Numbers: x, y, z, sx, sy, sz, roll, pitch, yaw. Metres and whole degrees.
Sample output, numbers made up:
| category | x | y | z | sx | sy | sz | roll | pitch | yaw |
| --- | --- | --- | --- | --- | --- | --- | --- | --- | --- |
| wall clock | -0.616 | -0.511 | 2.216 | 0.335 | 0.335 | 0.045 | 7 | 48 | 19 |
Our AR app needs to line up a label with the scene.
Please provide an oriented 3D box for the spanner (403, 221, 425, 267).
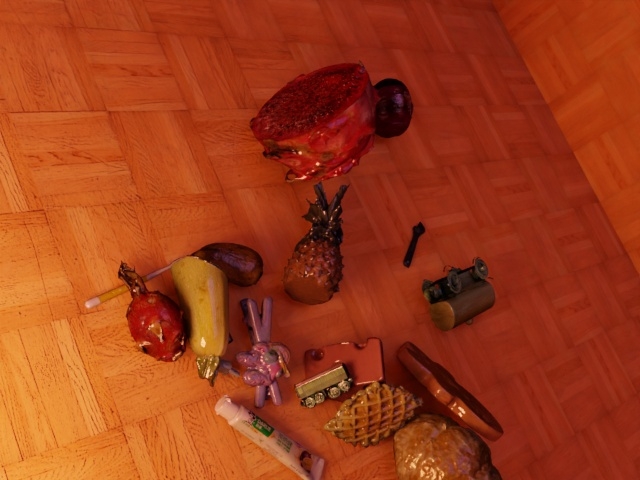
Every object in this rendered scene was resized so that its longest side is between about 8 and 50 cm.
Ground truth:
| category | x | y | z | sx | sy | sz | roll | pitch | yaw |
| --- | --- | --- | --- | --- | --- | --- | --- | --- | --- |
| spanner | 0.294 | 0.011 | 2.478 | 0.046 | 0.012 | 0.209 | 41 | 44 | -16 |

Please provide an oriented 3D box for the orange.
| category | x | y | z | sx | sy | sz | roll | pitch | yaw |
| --- | --- | --- | --- | --- | --- | --- | --- | --- | --- |
| orange | 0.345 | 0.601 | 1.998 | 0.270 | 0.210 | 0.369 | 2 | 60 | -54 |

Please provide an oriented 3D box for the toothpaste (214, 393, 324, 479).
| category | x | y | z | sx | sy | sz | roll | pitch | yaw |
| --- | --- | --- | --- | --- | --- | --- | --- | --- | --- |
| toothpaste | -0.111 | 0.456 | 1.797 | 0.314 | 0.056 | 0.058 | 40 | 84 | -20 |

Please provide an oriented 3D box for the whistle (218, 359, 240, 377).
| category | x | y | z | sx | sy | sz | roll | pitch | yaw |
| --- | --- | --- | --- | --- | --- | --- | --- | --- | --- |
| whistle | -0.226 | 0.287 | 1.808 | 0.100 | 0.035 | 0.035 | 33 | 46 | -24 |

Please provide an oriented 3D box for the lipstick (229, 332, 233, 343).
| category | x | y | z | sx | sy | sz | roll | pitch | yaw |
| --- | --- | --- | --- | --- | --- | --- | --- | --- | --- |
| lipstick | -0.252 | 0.163 | 1.875 | 0.027 | 0.027 | 0.177 | -10 | 70 | -45 |

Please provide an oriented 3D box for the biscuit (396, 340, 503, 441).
| category | x | y | z | sx | sy | sz | roll | pitch | yaw |
| --- | --- | --- | --- | --- | --- | --- | --- | --- | --- |
| biscuit | 0.347 | 0.413 | 2.142 | 0.355 | 0.052 | 0.275 | 42 | 8 | 2 |

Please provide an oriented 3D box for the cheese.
| category | x | y | z | sx | sy | sz | roll | pitch | yaw |
| --- | --- | --- | --- | --- | --- | --- | --- | --- | --- |
| cheese | 0.092 | 0.317 | 1.971 | 0.202 | 0.177 | 0.128 | 22 | 50 | -32 |

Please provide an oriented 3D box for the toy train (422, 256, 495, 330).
| category | x | y | z | sx | sy | sz | roll | pitch | yaw |
| --- | --- | --- | --- | --- | --- | --- | --- | --- | --- |
| toy train | 0.438 | 0.163 | 2.425 | 0.307 | 0.126 | 0.190 | -17 | 77 | -47 |

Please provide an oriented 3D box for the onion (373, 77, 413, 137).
| category | x | y | z | sx | sy | sz | roll | pitch | yaw |
| --- | --- | --- | --- | --- | --- | --- | --- | --- | --- |
| onion | 0.193 | -0.416 | 2.565 | 0.217 | 0.195 | 0.140 | -7 | 65 | -7 |

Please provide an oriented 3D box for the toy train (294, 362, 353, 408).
| category | x | y | z | sx | sy | sz | roll | pitch | yaw |
| --- | --- | --- | --- | --- | --- | --- | --- | --- | --- |
| toy train | 0.010 | 0.352 | 1.904 | 0.071 | 0.147 | 0.038 | 66 | 14 | 11 |

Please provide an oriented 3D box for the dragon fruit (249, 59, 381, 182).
| category | x | y | z | sx | sy | sz | roll | pitch | yaw |
| --- | --- | --- | --- | --- | --- | --- | --- | --- | --- |
| dragon fruit | 0.008 | -0.317 | 2.209 | 0.249 | 0.370 | 0.386 | 61 | 6 | -33 |

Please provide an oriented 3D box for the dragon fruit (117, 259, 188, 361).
| category | x | y | z | sx | sy | sz | roll | pitch | yaw |
| --- | --- | --- | --- | --- | --- | --- | --- | --- | --- |
| dragon fruit | -0.373 | 0.151 | 1.710 | 0.125 | 0.125 | 0.246 | -20 | 73 | -37 |

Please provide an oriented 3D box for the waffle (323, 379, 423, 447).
| category | x | y | z | sx | sy | sz | roll | pitch | yaw |
| --- | --- | --- | --- | --- | --- | --- | --- | --- | --- |
| waffle | 0.133 | 0.425 | 1.931 | 0.214 | 0.208 | 0.054 | 31 | 17 | -39 |

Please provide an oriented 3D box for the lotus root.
| category | x | y | z | sx | sy | sz | roll | pitch | yaw |
| --- | --- | --- | --- | --- | --- | --- | --- | --- | --- |
| lotus root | -0.227 | 0.051 | 1.924 | 0.190 | 0.095 | 0.108 | 20 | 17 | -26 |

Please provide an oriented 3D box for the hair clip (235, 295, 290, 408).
| category | x | y | z | sx | sy | sz | roll | pitch | yaw |
| --- | --- | --- | --- | --- | --- | --- | --- | --- | --- |
| hair clip | -0.144 | 0.252 | 1.867 | 0.137 | 0.090 | 0.279 | 1 | 63 | -32 |

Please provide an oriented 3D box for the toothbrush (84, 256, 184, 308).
| category | x | y | z | sx | sy | sz | roll | pitch | yaw |
| --- | --- | --- | --- | --- | --- | --- | --- | --- | --- |
| toothbrush | -0.411 | 0.094 | 1.779 | 0.288 | 0.024 | 0.021 | -27 | 81 | -46 |

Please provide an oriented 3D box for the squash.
| category | x | y | z | sx | sy | sz | roll | pitch | yaw |
| --- | --- | --- | --- | --- | --- | --- | --- | --- | --- |
| squash | -0.245 | 0.177 | 1.772 | 0.137 | 0.137 | 0.288 | 5 | 57 | -40 |

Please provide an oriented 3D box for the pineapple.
| category | x | y | z | sx | sy | sz | roll | pitch | yaw |
| --- | --- | --- | --- | --- | --- | --- | --- | --- | --- |
| pineapple | 0.000 | 0.003 | 2.111 | 0.165 | 0.165 | 0.365 | 34 | 43 | -21 |
